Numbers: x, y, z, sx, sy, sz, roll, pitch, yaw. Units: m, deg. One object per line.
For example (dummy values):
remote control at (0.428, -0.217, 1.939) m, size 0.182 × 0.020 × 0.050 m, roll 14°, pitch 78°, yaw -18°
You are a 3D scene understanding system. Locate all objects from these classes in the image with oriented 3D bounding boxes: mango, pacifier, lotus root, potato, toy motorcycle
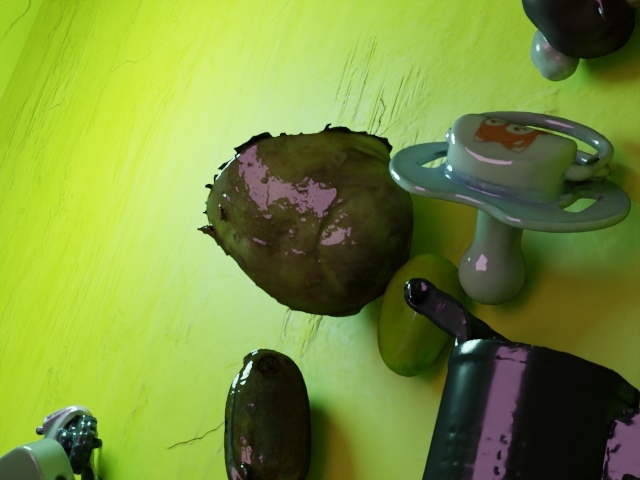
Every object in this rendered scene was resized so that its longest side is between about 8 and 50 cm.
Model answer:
mango at (0.126, 0.095, 1.396) m, size 0.117 × 0.089 × 0.163 m, roll 32°, pitch 93°, yaw 52°
pacifier at (0.230, -0.031, 1.309) m, size 0.299 × 0.244 × 0.233 m, roll 22°, pitch 115°, yaw 32°
lotus root at (-0.072, 0.263, 1.493) m, size 0.124 × 0.123 × 0.241 m, roll -49°, pitch 30°, yaw 43°
potato at (0.000, 0.000, 1.500) m, size 0.289 × 0.300 × 0.237 m, roll 114°, pitch 142°, yaw -51°
toy motorcycle at (-0.459, 0.424, 1.854) m, size 0.327 × 0.143 × 0.188 m, roll -65°, pitch 24°, yaw 18°

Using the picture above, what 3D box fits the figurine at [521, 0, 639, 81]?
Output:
figurine at (0.420, -0.369, 1.336) m, size 0.364 × 0.206 × 0.218 m, roll -16°, pitch 73°, yaw 14°

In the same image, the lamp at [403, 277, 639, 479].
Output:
lamp at (0.200, 0.238, 1.098) m, size 0.374 × 0.205 × 0.272 m, roll 25°, pitch 82°, yaw 44°

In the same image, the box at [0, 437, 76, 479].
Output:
box at (-0.485, 0.545, 1.705) m, size 0.373 × 0.090 × 0.367 m, roll -33°, pitch 73°, yaw 33°
